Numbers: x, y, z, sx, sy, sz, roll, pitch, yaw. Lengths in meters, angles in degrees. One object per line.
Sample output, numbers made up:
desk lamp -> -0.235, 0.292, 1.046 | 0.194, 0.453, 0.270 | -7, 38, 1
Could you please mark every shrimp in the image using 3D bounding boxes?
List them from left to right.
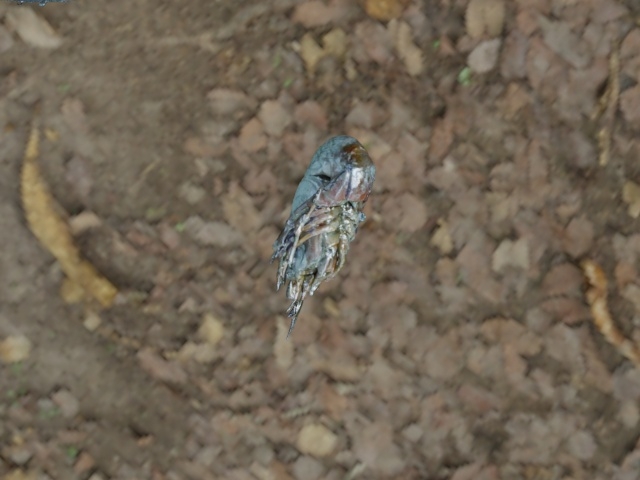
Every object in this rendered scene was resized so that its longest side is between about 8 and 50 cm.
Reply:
shrimp -> 0.000, 0.000, 1.526 | 0.079, 0.090, 0.232 | 36, 117, 40

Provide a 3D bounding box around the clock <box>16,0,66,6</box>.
clock -> -0.278, -0.341, 1.220 | 0.386, 0.076, 0.386 | 4, 151, 2
